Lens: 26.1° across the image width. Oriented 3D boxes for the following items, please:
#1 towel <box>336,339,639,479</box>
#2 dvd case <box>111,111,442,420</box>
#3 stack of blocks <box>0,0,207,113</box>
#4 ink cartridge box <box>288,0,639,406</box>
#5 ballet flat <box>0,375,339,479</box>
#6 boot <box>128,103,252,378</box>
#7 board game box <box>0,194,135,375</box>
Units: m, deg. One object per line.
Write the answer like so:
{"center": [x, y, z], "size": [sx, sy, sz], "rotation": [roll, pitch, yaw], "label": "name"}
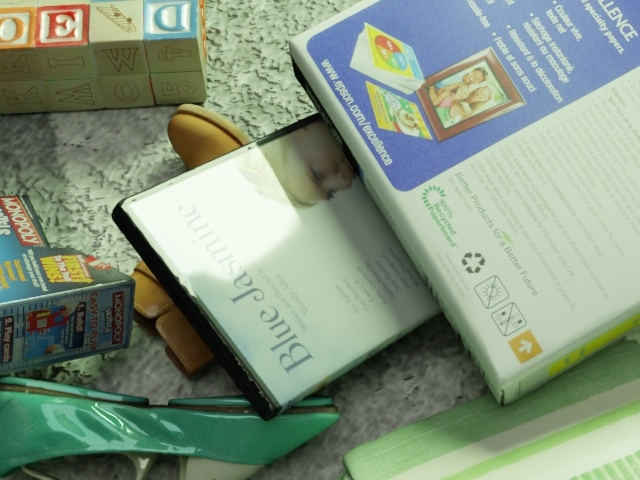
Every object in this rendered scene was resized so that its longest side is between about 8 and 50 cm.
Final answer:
{"center": [0.165, 0.186, 0.841], "size": [0.247, 0.038, 0.325], "rotation": [-20, 29, -9], "label": "towel"}
{"center": [0.000, 0.000, 0.985], "size": [0.253, 0.022, 0.180], "rotation": [-28, 74, -38], "label": "dvd case"}
{"center": [-0.244, -0.198, 1.138], "size": [0.297, 0.087, 0.171], "rotation": [-3, 59, 0], "label": "stack of blocks"}
{"center": [0.181, -0.088, 0.989], "size": [0.307, 0.072, 0.304], "rotation": [-28, 69, -7], "label": "ink cartridge box"}
{"center": [-0.111, 0.143, 0.950], "size": [0.247, 0.083, 0.087], "rotation": [3, 84, 3], "label": "ballet flat"}
{"center": [-0.095, -0.004, 1.032], "size": [0.152, 0.073, 0.197], "rotation": [-37, 63, -15], "label": "boot"}
{"center": [-0.239, 0.034, 0.982], "size": [0.194, 0.060, 0.194], "rotation": [-2, 28, -22], "label": "board game box"}
